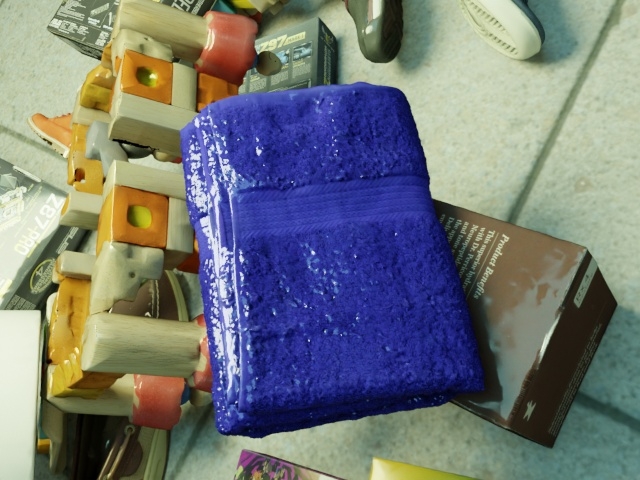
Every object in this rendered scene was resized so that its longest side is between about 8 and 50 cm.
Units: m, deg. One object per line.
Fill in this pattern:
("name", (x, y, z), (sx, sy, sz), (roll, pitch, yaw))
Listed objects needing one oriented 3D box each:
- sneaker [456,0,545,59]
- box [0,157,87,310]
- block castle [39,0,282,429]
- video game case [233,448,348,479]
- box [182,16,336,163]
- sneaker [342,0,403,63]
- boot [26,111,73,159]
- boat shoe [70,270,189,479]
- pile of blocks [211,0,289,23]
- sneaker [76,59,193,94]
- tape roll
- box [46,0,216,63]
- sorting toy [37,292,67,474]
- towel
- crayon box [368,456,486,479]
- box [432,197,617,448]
("sneaker", (0.214, -0.381, 0.882), (0.148, 0.131, 0.350), (-30, 60, 11))
("box", (-0.597, 0.042, 1.089), (0.318, 0.097, 0.395), (25, 74, 12))
("block castle", (-0.174, -0.028, 0.822), (0.303, 0.212, 0.453), (-36, 50, 52))
("video game case", (-0.049, 0.332, 0.706), (0.232, 0.041, 0.210), (-15, 56, 61))
("box", (-0.090, -0.205, 1.025), (0.232, 0.059, 0.183), (-12, 64, 27))
("sneaker", (0.028, -0.346, 0.981), (0.162, 0.106, 0.281), (-6, 56, 16))
("boot", (-0.454, -0.199, 1.244), (0.158, 0.059, 0.085), (33, 84, 28))
("boat shoe", (-0.263, 0.177, 0.918), (0.123, 0.123, 0.342), (-7, 66, 28))
("pile of blocks", (-0.174, -0.373, 1.122), (0.362, 0.112, 0.149), (25, 85, 44))
("sneaker", (-0.286, -0.266, 1.147), (0.258, 0.091, 0.094), (-26, 58, 19))
("tape roll", (-0.397, 0.227, 0.851), (0.286, 0.100, 0.286), (-177, 90, -68))
("box", (-0.278, -0.387, 1.083), (0.307, 0.076, 0.242), (27, 86, 44))
("sorting toy", (-0.359, 0.196, 0.938), (0.038, 0.208, 0.193), (0, 60, -18))
("towel", (0.000, 0.000, 0.610), (0.227, 0.076, 0.308), (-10, 65, -3))
("crayon box", (0.119, 0.377, 0.631), (0.202, 0.081, 0.319), (3, 71, 31))
("box", (0.150, 0.076, 0.692), (0.203, 0.167, 0.168), (23, 82, 35))
